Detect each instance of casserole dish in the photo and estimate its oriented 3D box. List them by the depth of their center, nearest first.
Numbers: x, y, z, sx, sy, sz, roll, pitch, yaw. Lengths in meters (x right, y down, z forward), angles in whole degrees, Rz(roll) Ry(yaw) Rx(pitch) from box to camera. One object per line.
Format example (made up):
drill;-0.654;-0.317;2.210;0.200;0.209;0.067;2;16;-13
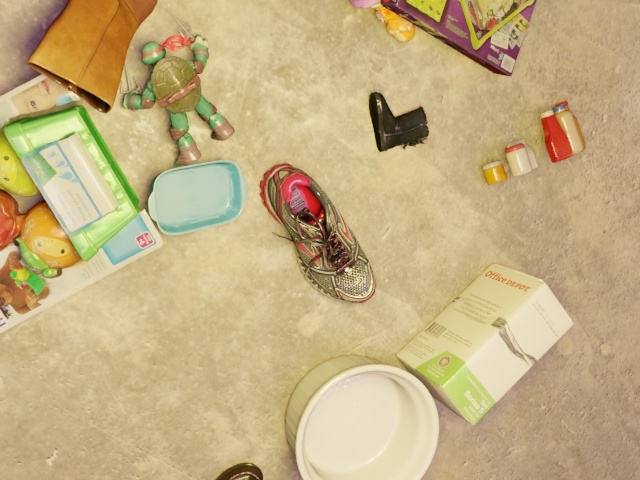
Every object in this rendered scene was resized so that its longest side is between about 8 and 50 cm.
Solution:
casserole dish;-0.212;-0.076;1.402;0.188;0.037;0.114;-15;111;-34

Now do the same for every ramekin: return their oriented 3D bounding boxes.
ramekin;0.067;0.347;1.539;0.277;0.135;0.277;-3;99;-19

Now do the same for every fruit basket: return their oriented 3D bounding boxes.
fruit basket;-0.473;-0.044;1.274;0.353;0.165;0.327;-29;107;-9

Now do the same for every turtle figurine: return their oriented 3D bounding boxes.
turtle figurine;-0.241;-0.248;1.349;0.175;0.118;0.234;-29;117;-2

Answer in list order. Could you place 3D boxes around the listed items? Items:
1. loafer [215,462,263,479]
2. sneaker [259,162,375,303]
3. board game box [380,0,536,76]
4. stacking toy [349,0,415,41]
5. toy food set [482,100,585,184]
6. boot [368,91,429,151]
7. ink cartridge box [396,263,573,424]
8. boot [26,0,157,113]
loafer;-0.184;0.503;1.506;0.220;0.078;0.080;-46;110;-7
sneaker;0.000;0.000;1.472;0.121;0.112;0.299;-41;110;-9
board game box;0.261;-0.446;1.458;0.347;0.056;0.208;16;97;-43
stacking toy;0.084;-0.467;1.422;0.166;0.175;0.302;-40;123;-10
toy food set;0.414;-0.194;1.589;0.232;0.111;0.104;-20;93;-14
boot;0.146;-0.224;1.521;0.099;0.045;0.121;-17;111;-14
ink cartridge box;0.307;0.188;1.562;0.273;0.198;0.115;-42;110;-8
boot;-0.375;-0.369;1.230;0.264;0.096;0.280;41;60;-44
